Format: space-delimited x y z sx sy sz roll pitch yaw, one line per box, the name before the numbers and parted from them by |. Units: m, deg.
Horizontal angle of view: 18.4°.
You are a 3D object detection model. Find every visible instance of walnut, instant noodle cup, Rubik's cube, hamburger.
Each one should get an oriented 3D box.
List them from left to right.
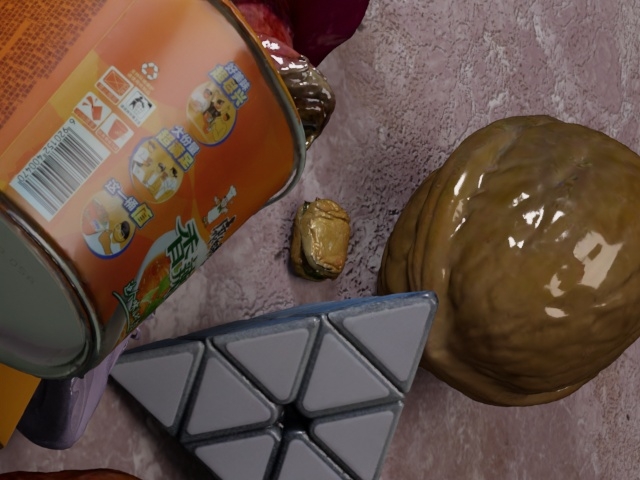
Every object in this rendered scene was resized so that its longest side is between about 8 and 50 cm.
instant noodle cup | -0.187 -0.058 1.361 0.214 0.296 0.296 -52 127 -30
Rubik's cube | -0.022 0.138 1.828 0.228 0.228 0.233 -49 148 -18
hamburger | 0.000 0.000 1.995 0.076 0.044 0.083 23 67 -47
walnut | 0.215 0.024 2.063 0.333 0.332 0.333 6 82 -52

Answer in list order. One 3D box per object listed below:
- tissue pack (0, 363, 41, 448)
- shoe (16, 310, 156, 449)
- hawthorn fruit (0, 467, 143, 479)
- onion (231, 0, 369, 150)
tissue pack | -0.326 0.006 1.493 0.274 0.145 0.194 52 47 -36
shoe | -0.198 0.065 1.693 0.137 0.095 0.245 25 62 -46
hawthorn fruit | -0.235 0.269 1.556 0.243 0.207 0.207 21 70 -35
onion | -0.112 -0.204 1.562 0.398 0.398 0.420 26 37 -48
